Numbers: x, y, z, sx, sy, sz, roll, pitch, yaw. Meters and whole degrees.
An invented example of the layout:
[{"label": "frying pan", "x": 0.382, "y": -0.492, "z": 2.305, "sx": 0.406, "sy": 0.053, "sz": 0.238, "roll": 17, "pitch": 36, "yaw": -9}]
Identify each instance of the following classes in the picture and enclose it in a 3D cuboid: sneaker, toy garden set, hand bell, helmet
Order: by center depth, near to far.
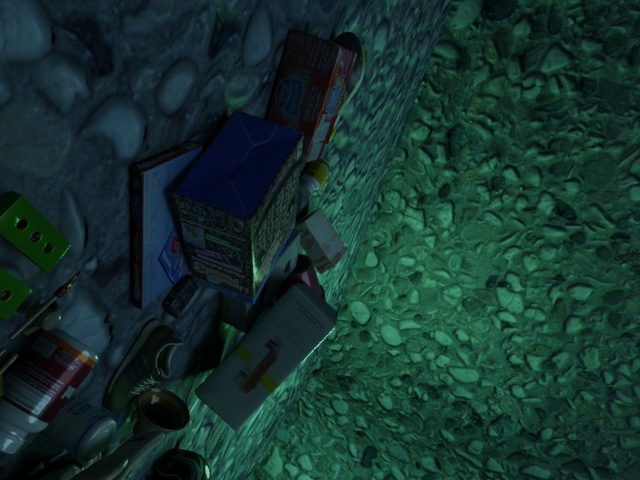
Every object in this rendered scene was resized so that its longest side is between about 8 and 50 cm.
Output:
[{"label": "toy garden set", "x": -0.385, "y": 0.089, "z": 0.514, "sx": 0.244, "sy": 0.049, "sz": 0.203, "roll": -60, "pitch": 164, "yaw": -26}, {"label": "sneaker", "x": -0.342, "y": 0.259, "z": 0.896, "sx": 0.192, "sy": 0.086, "sz": 0.064, "roll": -63, "pitch": 167, "yaw": -9}, {"label": "hand bell", "x": -0.413, "y": 0.465, "z": 1.026, "sx": 0.242, "sy": 0.126, "sz": 0.126, "roll": -54, "pitch": 169, "yaw": 10}, {"label": "sneaker", "x": 0.022, "y": -0.379, "z": 1.144, "sx": 0.299, "sy": 0.111, "sz": 0.121, "roll": -69, "pitch": 163, "yaw": 7}, {"label": "helmet", "x": -0.396, "y": 0.696, "z": 1.312, "sx": 0.169, "sy": 0.162, "sz": 0.169, "roll": -59, "pitch": 166, "yaw": -25}]

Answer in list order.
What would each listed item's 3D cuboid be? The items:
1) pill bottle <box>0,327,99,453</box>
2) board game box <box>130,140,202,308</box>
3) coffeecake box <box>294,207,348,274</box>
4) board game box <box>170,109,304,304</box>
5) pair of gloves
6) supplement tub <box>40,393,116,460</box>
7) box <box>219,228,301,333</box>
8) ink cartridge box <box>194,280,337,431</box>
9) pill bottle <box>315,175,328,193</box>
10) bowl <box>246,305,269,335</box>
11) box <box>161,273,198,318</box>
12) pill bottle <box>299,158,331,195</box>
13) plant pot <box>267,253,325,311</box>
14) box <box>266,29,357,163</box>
[{"label": "pill bottle", "x": -0.385, "y": 0.200, "z": 0.619, "sx": 0.152, "sy": 0.086, "sz": 0.086, "roll": -58, "pitch": 165, "yaw": -28}, {"label": "board game box", "x": -0.270, "y": -0.024, "z": 0.797, "sx": 0.145, "sy": 0.027, "sz": 0.281, "roll": -46, "pitch": 157, "yaw": -53}, {"label": "coffeecake box", "x": 0.000, "y": 0.000, "z": 1.564, "sx": 0.068, "sy": 0.185, "sz": 0.142, "roll": -28, "pitch": -171, "yaw": 31}, {"label": "board game box", "x": -0.148, "y": -0.056, "z": 0.890, "sx": 0.291, "sy": 0.141, "sz": 0.232, "roll": 100, "pitch": 12, "yaw": -56}, {"label": "pair of gloves", "x": -0.388, "y": 0.376, "z": 0.703, "sx": 0.204, "sy": 0.240, "sz": 0.042, "roll": -21, "pitch": 92, "yaw": -73}, {"label": "supplement tub", "x": -0.389, "y": 0.291, "z": 0.722, "sx": 0.071, "sy": 0.107, "sz": 0.071, "roll": -60, "pitch": 167, "yaw": -24}, {"label": "box", "x": -0.167, "y": 0.098, "z": 1.296, "sx": 0.290, "sy": 0.087, "sz": 0.169, "roll": -55, "pitch": 164, "yaw": -39}, {"label": "ink cartridge box", "x": -0.138, "y": 0.309, "z": 1.300, "sx": 0.384, "sy": 0.160, "sz": 0.279, "roll": -46, "pitch": 177, "yaw": 1}, {"label": "pill bottle", "x": -0.001, "y": -0.199, "z": 1.511, "sx": 0.083, "sy": 0.044, "sz": 0.043, "roll": -67, "pitch": 167, "yaw": 9}, {"label": "bowl", "x": -0.202, "y": 0.389, "z": 1.716, "sx": 0.391, "sy": 0.077, "sz": 0.391, "roll": -59, "pitch": 165, "yaw": -26}, {"label": "box", "x": -0.297, "y": 0.118, "z": 0.970, "sx": 0.083, "sy": 0.018, "sz": 0.067, "roll": -59, "pitch": 166, "yaw": -24}, {"label": "pill bottle", "x": -0.021, "y": -0.194, "z": 1.394, "sx": 0.116, "sy": 0.065, "sz": 0.065, "roll": -60, "pitch": 166, "yaw": -24}, {"label": "plant pot", "x": -0.085, "y": 0.151, "z": 1.528, "sx": 0.201, "sy": 0.202, "sz": 0.180, "roll": -50, "pitch": 144, "yaw": -49}, {"label": "box", "x": -0.027, "y": -0.315, "z": 1.015, "sx": 0.128, "sy": 0.123, "sz": 0.256, "roll": -38, "pitch": 150, "yaw": -64}]
